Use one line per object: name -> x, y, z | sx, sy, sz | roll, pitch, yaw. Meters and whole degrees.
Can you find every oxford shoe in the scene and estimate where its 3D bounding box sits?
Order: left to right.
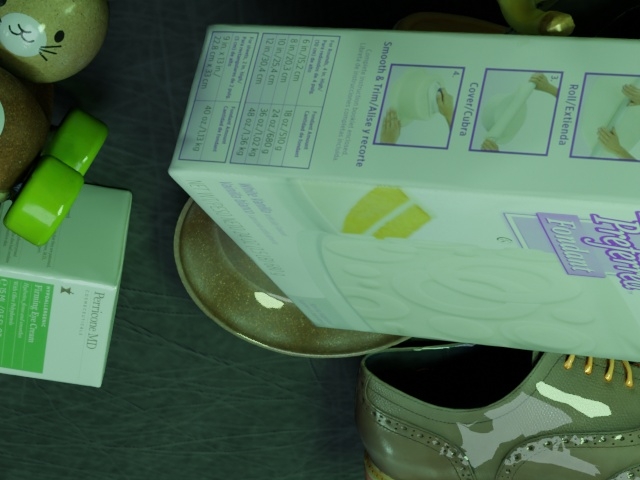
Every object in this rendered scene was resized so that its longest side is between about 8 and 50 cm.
oxford shoe -> 0.201, 0.118, 1.209 | 0.363, 0.130, 0.133 | -8, 124, 8

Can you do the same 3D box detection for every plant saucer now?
plant saucer -> 0.000, 0.000, 1.169 | 0.198, 0.036, 0.198 | 1, 133, 1

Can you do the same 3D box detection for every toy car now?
toy car -> -0.176, -0.123, 1.008 | 0.155, 0.149, 0.188 | 32, 116, -11

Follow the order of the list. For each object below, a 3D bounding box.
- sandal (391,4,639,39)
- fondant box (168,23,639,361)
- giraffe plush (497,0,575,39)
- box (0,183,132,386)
sandal -> 0.175, -0.101, 1.024 | 0.265, 0.102, 0.076 | 14, 134, -7
fondant box -> 0.115, -0.018, 0.943 | 0.330, 0.096, 0.238 | 4, 159, 23
giraffe plush -> 0.103, -0.222, 0.882 | 0.170, 0.181, 0.210 | 41, 106, -15
box -> -0.179, 0.027, 1.159 | 0.087, 0.102, 0.101 | 9, 131, -7
